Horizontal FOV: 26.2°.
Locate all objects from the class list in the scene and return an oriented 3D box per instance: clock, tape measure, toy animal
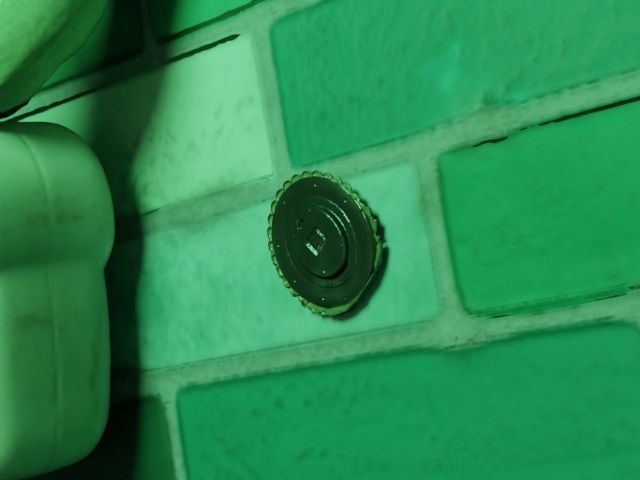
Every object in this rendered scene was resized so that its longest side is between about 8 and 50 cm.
[{"bbox_3d":[0.000,0.000,0.759,0.083,0.010,0.074,48,120,28],"label":"clock"},{"bbox_3d":[-0.244,0.028,0.896,0.258,0.130,0.265,5,101,43],"label":"tape measure"},{"bbox_3d":[-0.166,-0.170,0.811,0.121,0.094,0.225,27,72,38],"label":"toy animal"}]
